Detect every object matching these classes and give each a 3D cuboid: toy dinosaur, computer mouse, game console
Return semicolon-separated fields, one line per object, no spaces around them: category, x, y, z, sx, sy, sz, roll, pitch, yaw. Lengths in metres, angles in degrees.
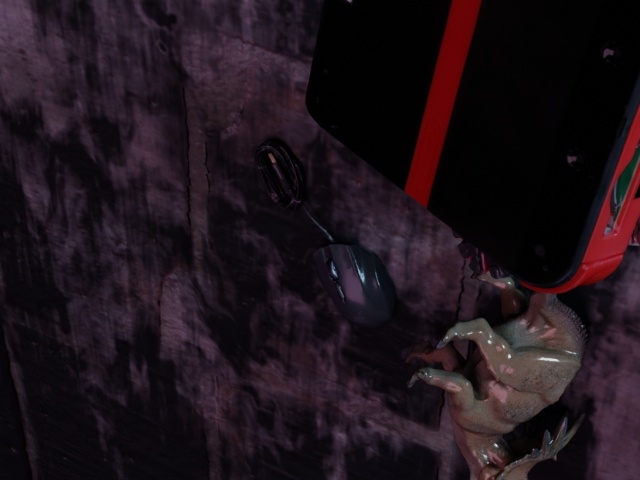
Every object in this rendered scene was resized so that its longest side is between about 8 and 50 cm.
toy dinosaur;0.201;0.140;1.412;0.200;0.127;0.295;31;128;-1
computer mouse;0.000;0.000;1.489;0.071;0.041;0.242;-19;113;46
game console;0.138;-0.177;1.120;0.342;0.060;0.386;41;136;32

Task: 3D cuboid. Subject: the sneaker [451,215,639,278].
sneaker;0.244;-0.055;1.194;0.299;0.112;0.121;-16;93;49
